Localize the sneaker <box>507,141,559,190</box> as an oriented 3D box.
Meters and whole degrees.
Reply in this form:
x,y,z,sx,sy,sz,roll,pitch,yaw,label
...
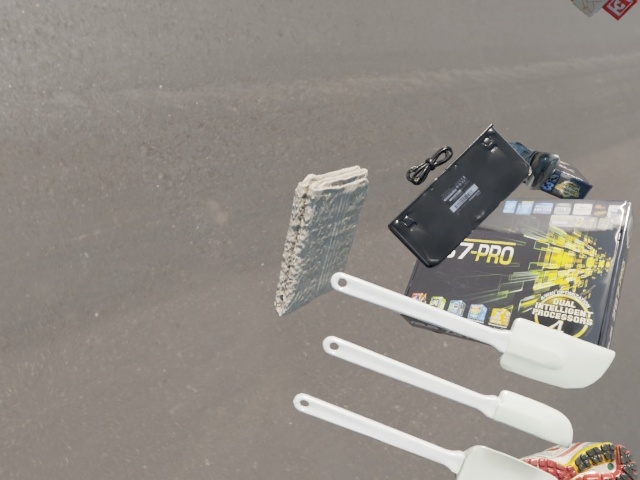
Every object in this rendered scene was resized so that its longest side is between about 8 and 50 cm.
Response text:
x,y,z,sx,sy,sz,roll,pitch,yaw,label
0.472,-0.184,1.025,0.132,0.086,0.228,45,16,19,sneaker

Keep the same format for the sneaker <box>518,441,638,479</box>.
x,y,z,sx,sy,sz,roll,pitch,yaw,label
0.378,0.383,0.709,0.225,0.093,0.088,-12,72,1,sneaker

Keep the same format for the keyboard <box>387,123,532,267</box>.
x,y,z,sx,sy,sz,roll,pitch,yaw,label
0.161,-0.063,0.539,0.180,0.023,0.108,-44,91,-4,keyboard

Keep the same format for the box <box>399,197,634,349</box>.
x,y,z,sx,sy,sz,roll,pitch,yaw,label
0.396,0.066,0.923,0.097,0.394,0.318,43,65,-42,box

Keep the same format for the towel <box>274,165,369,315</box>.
x,y,z,sx,sy,sz,roll,pitch,yaw,label
0.000,0.000,0.830,0.049,0.282,0.187,30,31,29,towel

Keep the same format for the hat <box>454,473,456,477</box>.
x,y,z,sx,sy,sz,roll,pitch,yaw,label
0.349,0.494,0.856,0.183,0.208,0.173,-31,123,-55,hat

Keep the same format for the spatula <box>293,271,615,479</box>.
x,y,z,sx,sy,sz,roll,pitch,yaw,label
0.104,0.132,0.380,0.242,0.019,0.168,19,101,4,spatula

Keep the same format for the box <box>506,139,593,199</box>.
x,y,z,sx,sy,sz,roll,pitch,yaw,label
0.603,-0.221,1.282,0.295,0.073,0.293,25,24,11,box

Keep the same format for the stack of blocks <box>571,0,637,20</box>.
x,y,z,sx,sy,sz,roll,pitch,yaw,label
0.552,-0.521,0.853,0.171,0.087,0.297,44,49,6,stack of blocks
